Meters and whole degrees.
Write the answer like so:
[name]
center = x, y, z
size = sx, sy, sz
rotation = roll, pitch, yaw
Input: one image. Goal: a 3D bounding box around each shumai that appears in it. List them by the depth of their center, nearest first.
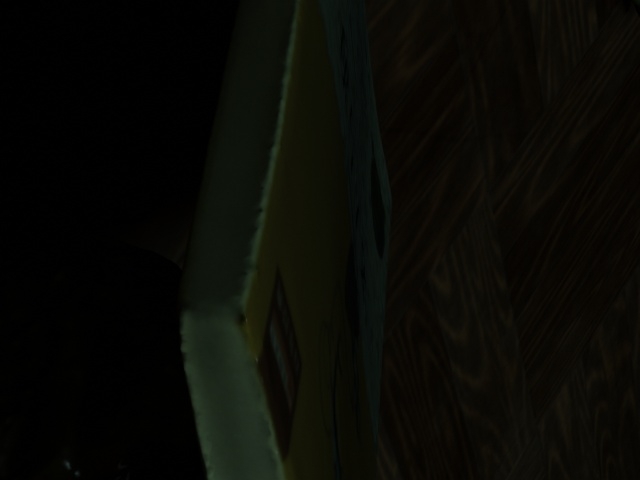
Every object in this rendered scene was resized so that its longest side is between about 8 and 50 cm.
[shumai]
center = -0.135, 0.190, 0.658
size = 0.346, 0.217, 0.283
rotation = -58, 150, -26

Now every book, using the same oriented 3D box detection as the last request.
[book]
center = 0.000, 0.000, 0.650
size = 0.389, 0.032, 0.269
rotation = -85, 168, -50

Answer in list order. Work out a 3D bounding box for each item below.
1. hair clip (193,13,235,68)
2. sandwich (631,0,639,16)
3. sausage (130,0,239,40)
[hair clip]
center = 0.023, -0.140, 0.872
size = 0.275, 0.083, 0.048
rotation = -29, 139, -40
[sandwich]
center = 0.245, -0.227, 1.152
size = 0.088, 0.090, 0.244
rotation = -63, 152, -4
[sausage]
center = -0.057, -0.258, 0.617
size = 0.088, 0.088, 0.433
rotation = -40, 142, -41
